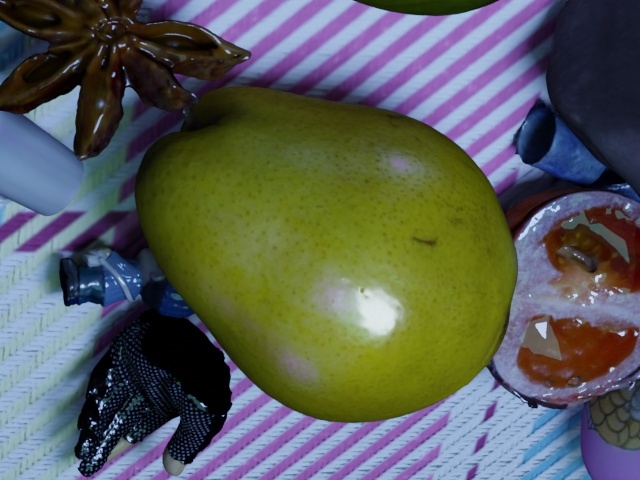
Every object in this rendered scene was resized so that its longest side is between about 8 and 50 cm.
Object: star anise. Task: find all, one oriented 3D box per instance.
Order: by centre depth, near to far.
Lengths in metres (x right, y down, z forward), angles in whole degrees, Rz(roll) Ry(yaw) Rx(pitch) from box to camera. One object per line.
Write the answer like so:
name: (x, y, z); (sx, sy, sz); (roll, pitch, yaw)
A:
star anise: (-0.182, -0.159, 1.484); (0.212, 0.111, 0.196); (37, 70, -16)

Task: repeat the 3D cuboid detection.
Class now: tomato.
tomato: (0.244, 0.044, 1.792); (0.199, 0.112, 0.228); (9, 109, -16)

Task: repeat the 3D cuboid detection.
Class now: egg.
egg: (0.378, 0.159, 1.879); (0.196, 0.196, 0.271); (9, 113, -27)

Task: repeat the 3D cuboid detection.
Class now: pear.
pear: (0.008, 0.005, 1.568); (0.285, 0.285, 0.336); (-46, 132, 11)

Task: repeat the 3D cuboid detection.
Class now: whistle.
whistle: (0.324, -0.058, 1.799); (0.304, 0.062, 0.062); (19, 113, -31)

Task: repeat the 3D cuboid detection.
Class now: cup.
cup: (-0.273, -0.066, 1.546); (0.104, 0.074, 0.116); (-29, 137, 28)

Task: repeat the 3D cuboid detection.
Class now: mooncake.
mooncake: (0.357, -0.167, 1.607); (0.306, 0.306, 0.154); (-42, 133, 7)

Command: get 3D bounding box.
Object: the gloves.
gloves: (-0.168, 0.153, 1.725); (0.129, 0.106, 0.181); (21, 140, -31)

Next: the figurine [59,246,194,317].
figurine: (-0.163, 0.039, 1.648); (0.136, 0.079, 0.077); (-15, 157, -17)

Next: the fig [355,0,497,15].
fig: (0.083, -0.281, 1.490); (0.225, 0.203, 0.203); (-17, 138, 37)
